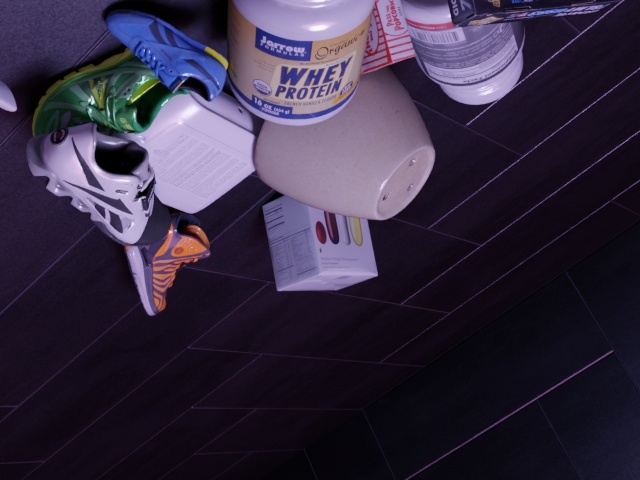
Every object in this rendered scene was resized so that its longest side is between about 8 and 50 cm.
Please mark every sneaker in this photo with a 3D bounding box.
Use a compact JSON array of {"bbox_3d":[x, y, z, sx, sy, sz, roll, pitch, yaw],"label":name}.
[{"bbox_3d":[-0.247,-0.289,1.547,0.209,0.082,0.069,26,154,-17],"label":"sneaker"},{"bbox_3d":[-0.327,0.053,2.164,0.180,0.125,0.321,-19,154,-12],"label":"sneaker"},{"bbox_3d":[-0.347,-0.226,1.620,0.295,0.123,0.109,-29,155,8],"label":"sneaker"},{"bbox_3d":[-0.327,-0.091,1.652,0.146,0.122,0.330,-19,151,21],"label":"sneaker"}]

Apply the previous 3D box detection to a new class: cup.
[{"bbox_3d":[0.076,-0.174,1.857,0.331,0.237,0.331,-40,155,-24],"label":"cup"}]

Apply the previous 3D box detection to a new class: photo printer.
[{"bbox_3d":[-0.257,-0.179,1.811,0.256,0.107,0.307,-36,152,20],"label":"photo printer"}]

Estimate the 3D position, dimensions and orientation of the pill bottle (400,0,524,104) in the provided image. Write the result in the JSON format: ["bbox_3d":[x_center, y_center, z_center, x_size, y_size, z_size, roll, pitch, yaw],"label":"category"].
[{"bbox_3d":[0.250,-0.397,1.749,0.210,0.210,0.363,-30,155,8],"label":"pill bottle"}]

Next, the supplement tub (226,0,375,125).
[{"bbox_3d":[-0.033,-0.356,1.545,0.228,0.228,0.316,-18,153,-16],"label":"supplement tub"}]

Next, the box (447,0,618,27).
[{"bbox_3d":[0.312,-0.495,1.535,0.293,0.296,0.073,-13,180,-25],"label":"box"}]

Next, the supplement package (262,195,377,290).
[{"bbox_3d":[0.000,0.000,2.232,0.194,0.203,0.149,2,162,-45],"label":"supplement package"}]

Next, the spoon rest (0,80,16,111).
[{"bbox_3d":[-0.599,-0.194,1.528,0.276,0.084,0.137,-20,156,19],"label":"spoon rest"}]

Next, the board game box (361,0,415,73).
[{"bbox_3d":[0.085,-0.361,1.643,0.045,0.147,0.193,-18,-173,-16],"label":"board game box"}]
